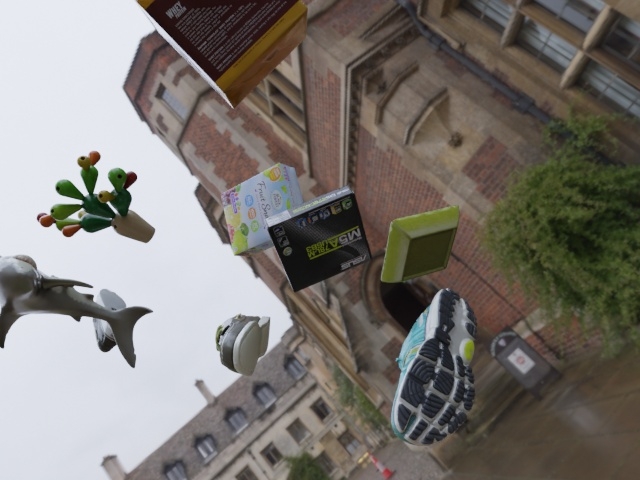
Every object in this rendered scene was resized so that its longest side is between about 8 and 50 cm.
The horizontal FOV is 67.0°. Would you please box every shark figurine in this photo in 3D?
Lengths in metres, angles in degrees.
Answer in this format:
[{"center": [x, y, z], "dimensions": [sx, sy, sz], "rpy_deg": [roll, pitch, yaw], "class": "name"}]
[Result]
[{"center": [-0.368, 0.098, 0.650], "dimensions": [0.278, 0.166, 0.116], "rpy_deg": [62, -136, -62], "class": "shark figurine"}]

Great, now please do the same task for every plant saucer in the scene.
[{"center": [0.246, 0.021, 1.148], "dimensions": [0.189, 0.045, 0.188], "rpy_deg": [-13, -49, -20], "class": "plant saucer"}]

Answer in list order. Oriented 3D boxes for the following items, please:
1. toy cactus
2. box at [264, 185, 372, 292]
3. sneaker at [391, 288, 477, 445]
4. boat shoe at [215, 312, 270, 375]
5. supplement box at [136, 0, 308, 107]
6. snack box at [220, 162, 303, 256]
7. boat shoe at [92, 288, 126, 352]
[{"center": [-0.380, -0.056, 0.855], "dimensions": [0.219, 0.112, 0.181], "rpy_deg": [-35, -50, 24], "class": "toy cactus"}, {"center": [0.000, 0.000, 1.015], "dimensions": [0.191, 0.045, 0.184], "rpy_deg": [-22, -56, -6], "class": "box"}, {"center": [0.165, 0.192, 0.726], "dimensions": [0.110, 0.107, 0.275], "rpy_deg": [-49, 3, 41], "class": "sneaker"}, {"center": [-0.170, 0.212, 1.017], "dimensions": [0.305, 0.091, 0.109], "rpy_deg": [35, -119, -87], "class": "boat shoe"}, {"center": [-0.156, -0.372, 0.816], "dimensions": [0.191, 0.194, 0.129], "rpy_deg": [-45, 4, 0], "class": "supplement box"}, {"center": [-0.142, -0.072, 1.218], "dimensions": [0.207, 0.174, 0.070], "rpy_deg": [-23, -15, 28], "class": "snack box"}, {"center": [-0.534, 0.194, 1.205], "dimensions": [0.078, 0.219, 0.070], "rpy_deg": [37, -85, -33], "class": "boat shoe"}]
